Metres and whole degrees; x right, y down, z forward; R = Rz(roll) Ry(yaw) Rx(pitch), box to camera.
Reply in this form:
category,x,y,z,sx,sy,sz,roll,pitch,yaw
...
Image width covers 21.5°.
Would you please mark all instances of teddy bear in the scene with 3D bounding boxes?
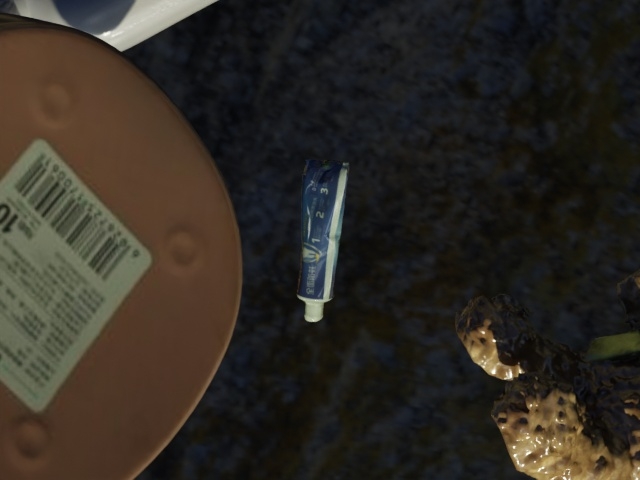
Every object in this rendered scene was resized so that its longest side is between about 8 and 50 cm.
category,x,y,z,sx,sy,sz,roll,pitch,yaw
teddy bear,0.290,0.116,1.404,0.222,0.296,0.246,-43,36,20

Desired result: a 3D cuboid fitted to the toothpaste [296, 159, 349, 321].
category,x,y,z,sx,sy,sz,roll,pitch,yaw
toothpaste,0.000,0.000,0.846,0.027,0.019,0.083,12,104,31

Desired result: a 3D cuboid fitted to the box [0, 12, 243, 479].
category,x,y,z,sx,sy,sz,roll,pitch,yaw
box,-0.193,0.022,0.874,0.216,0.301,0.300,-11,73,48

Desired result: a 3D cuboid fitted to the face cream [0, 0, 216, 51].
category,x,y,z,sx,sy,sz,roll,pitch,yaw
face cream,-0.143,-0.197,1.223,0.291,0.071,0.144,-28,45,5
